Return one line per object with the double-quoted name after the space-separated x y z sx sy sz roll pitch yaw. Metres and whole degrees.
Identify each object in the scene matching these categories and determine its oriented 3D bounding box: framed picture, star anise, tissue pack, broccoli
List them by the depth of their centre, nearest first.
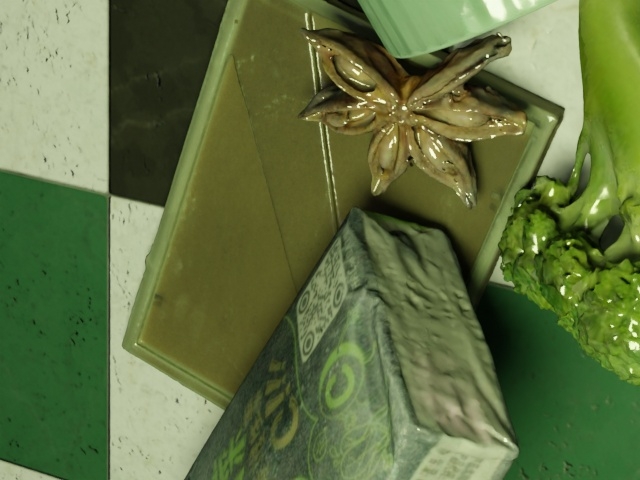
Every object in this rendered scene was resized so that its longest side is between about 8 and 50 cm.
0.268 -0.022 1.206 0.254 0.186 0.302 -50 42 31 "broccoli"
0.077 -0.109 1.274 0.208 0.063 0.171 5 128 22 "star anise"
0.002 0.205 1.302 0.124 0.288 0.394 17 122 -23 "tissue pack"
0.000 0.000 1.411 0.326 0.028 0.446 30 119 15 "framed picture"

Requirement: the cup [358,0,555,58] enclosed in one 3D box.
0.103 -0.364 1.039 0.401 0.310 0.392 -5 115 62 "cup"
